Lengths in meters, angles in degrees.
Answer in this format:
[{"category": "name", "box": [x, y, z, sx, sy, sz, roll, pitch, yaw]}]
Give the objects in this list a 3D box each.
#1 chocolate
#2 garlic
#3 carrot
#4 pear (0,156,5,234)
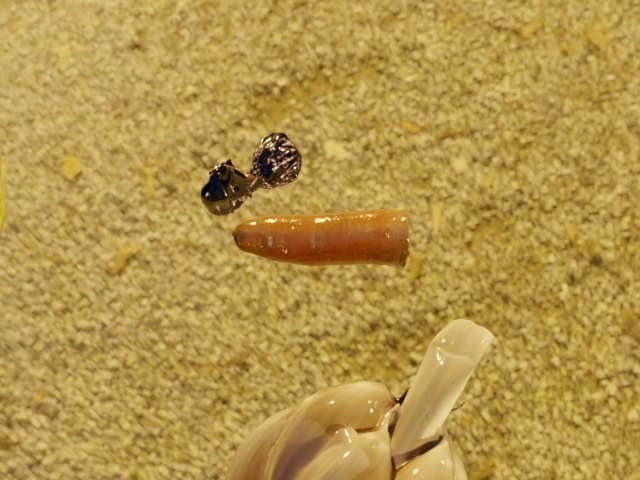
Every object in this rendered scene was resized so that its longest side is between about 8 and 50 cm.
[{"category": "chocolate", "box": [-0.086, -0.072, 1.275, 0.070, 0.072, 0.147, 25, 32, 32]}, {"category": "garlic", "box": [0.026, 0.121, 0.635, 0.131, 0.127, 0.194, 29, 73, 0]}, {"category": "carrot", "box": [0.000, 0.000, 0.904, 0.139, 0.048, 0.048, -1, 56, 1]}, {"category": "pear", "box": [-0.619, -0.073, 1.482, 0.418, 0.362, 0.362, 8, 54, -15]}]
